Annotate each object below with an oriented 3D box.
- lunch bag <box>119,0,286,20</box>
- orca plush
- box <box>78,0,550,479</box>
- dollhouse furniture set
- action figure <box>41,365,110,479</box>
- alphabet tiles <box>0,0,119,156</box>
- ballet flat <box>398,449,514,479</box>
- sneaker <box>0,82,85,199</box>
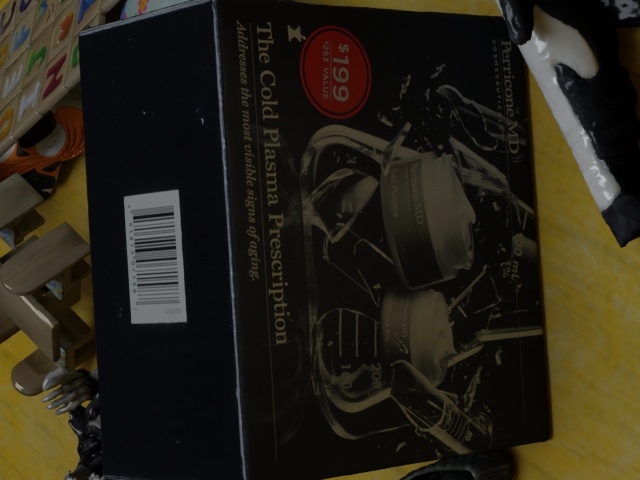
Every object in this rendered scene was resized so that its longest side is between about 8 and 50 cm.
[{"bbox_3d":[-0.103,-0.133,1.511,0.279,0.108,0.224,36,119,59],"label":"lunch bag"},{"bbox_3d":[0.199,-0.145,1.213,0.102,0.151,0.287,-26,66,13],"label":"orca plush"},{"bbox_3d":[0.000,0.000,1.284,0.179,0.312,0.343,-5,89,48],"label":"box"},{"bbox_3d":[-0.364,0.037,1.714,0.242,0.161,0.212,43,152,19],"label":"dollhouse furniture set"},{"bbox_3d":[-0.199,0.181,1.653,0.164,0.141,0.275,51,127,19],"label":"action figure"},{"bbox_3d":[-0.265,-0.245,1.705,0.342,0.011,0.285,-34,44,47],"label":"alphabet tiles"},{"bbox_3d":[0.091,0.210,1.389,0.173,0.049,0.057,-39,63,43],"label":"ballet flat"},{"bbox_3d":[-0.313,-0.127,1.816,0.262,0.099,0.121,-31,50,47],"label":"sneaker"}]
